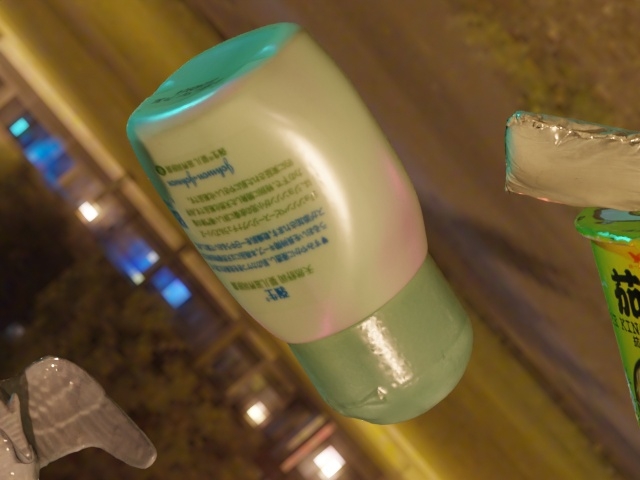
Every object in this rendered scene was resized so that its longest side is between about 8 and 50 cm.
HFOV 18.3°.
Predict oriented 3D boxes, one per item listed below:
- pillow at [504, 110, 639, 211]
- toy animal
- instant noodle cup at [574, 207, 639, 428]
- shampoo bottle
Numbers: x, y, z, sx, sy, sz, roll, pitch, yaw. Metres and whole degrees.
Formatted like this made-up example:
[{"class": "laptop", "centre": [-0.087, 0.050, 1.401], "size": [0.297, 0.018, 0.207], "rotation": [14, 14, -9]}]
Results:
[{"class": "pillow", "centre": [0.254, -0.053, 1.542], "size": [0.229, 0.051, 0.128], "rotation": [8, 157, 4]}, {"class": "toy animal", "centre": [-0.275, 0.171, 1.726], "size": [0.176, 0.239, 0.255], "rotation": [139, 110, -81]}, {"class": "instant noodle cup", "centre": [0.401, 0.078, 1.774], "size": [0.325, 0.326, 0.254], "rotation": [-146, 47, -74]}, {"class": "shampoo bottle", "centre": [0.000, 0.000, 1.659], "size": [0.222, 0.151, 0.349], "rotation": [-16, 114, 43]}]
